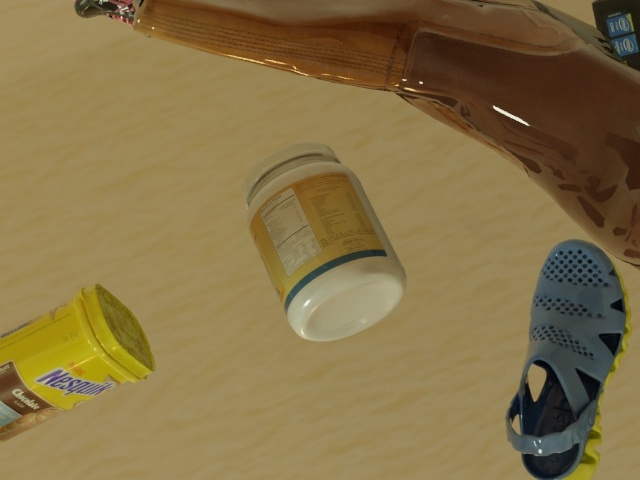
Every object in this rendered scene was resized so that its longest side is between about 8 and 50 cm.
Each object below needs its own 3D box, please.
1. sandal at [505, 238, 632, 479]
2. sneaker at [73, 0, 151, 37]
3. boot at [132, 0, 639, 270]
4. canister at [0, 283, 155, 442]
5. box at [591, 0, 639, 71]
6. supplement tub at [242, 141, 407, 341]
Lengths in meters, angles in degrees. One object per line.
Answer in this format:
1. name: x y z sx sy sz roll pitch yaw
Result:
1. sandal: 0.300 0.151 1.621 0.138 0.126 0.317 20 -105 -57
2. sneaker: -0.169 -0.211 1.192 0.047 0.119 0.057 4 -101 -71
3. boot: 0.047 -0.091 0.662 0.264 0.280 0.096 -104 34 -53
4. canister: -0.259 0.121 1.252 0.073 0.170 0.126 66 -175 27
5. box: 0.337 -0.062 1.219 0.257 0.079 0.322 -4 -98 -68
6. supplement tub: 0.000 0.000 1.523 0.144 0.144 0.200 88 160 -59
